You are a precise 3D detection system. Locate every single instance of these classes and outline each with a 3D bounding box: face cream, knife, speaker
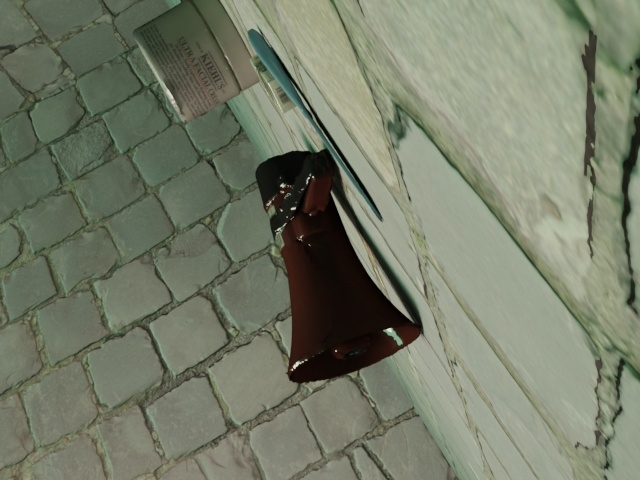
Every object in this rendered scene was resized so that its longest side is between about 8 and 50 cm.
[{"bbox_3d":[-0.207,-0.305,1.428,0.177,0.153,0.177,58,177,5],"label":"face cream"},{"bbox_3d":[-0.011,-0.141,1.013,0.313,0.019,0.044,58,-176,26],"label":"knife"},{"bbox_3d":[-0.016,0.018,1.196,0.329,0.198,0.259,68,-168,14],"label":"speaker"}]

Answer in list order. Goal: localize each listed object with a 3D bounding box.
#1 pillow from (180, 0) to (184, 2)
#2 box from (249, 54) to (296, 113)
[{"bbox_3d":[-0.235,-0.438,1.741,0.113,0.038,0.203,55,177,22],"label":"pillow"},{"bbox_3d":[-0.064,-0.211,1.143,0.054,0.024,0.083,60,178,-41],"label":"box"}]
